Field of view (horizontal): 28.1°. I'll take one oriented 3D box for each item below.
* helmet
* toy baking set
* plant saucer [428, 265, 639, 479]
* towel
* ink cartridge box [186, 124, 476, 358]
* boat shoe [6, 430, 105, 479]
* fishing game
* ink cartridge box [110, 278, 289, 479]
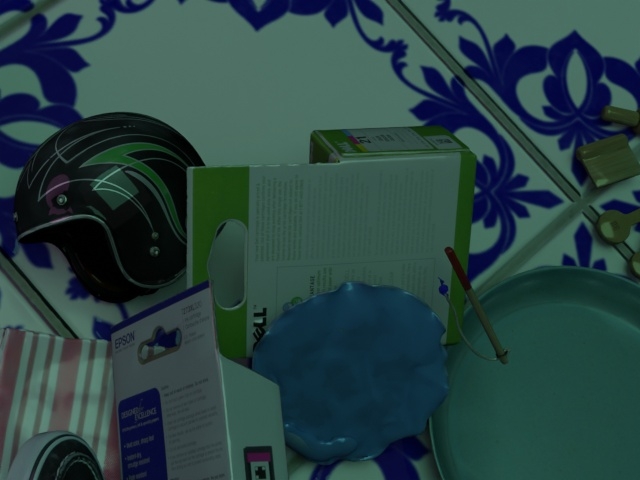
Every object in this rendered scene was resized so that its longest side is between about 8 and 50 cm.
[{"bbox_3d":[-0.181,-0.034,1.132,0.161,0.169,0.169,47,65,-11],"label":"helmet"},{"bbox_3d":[0.388,-0.043,1.353,0.256,0.030,0.197,7,71,-11],"label":"toy baking set"},{"bbox_3d":[0.249,0.180,1.224,0.317,0.044,0.318,4,70,-12],"label":"plant saucer"},{"bbox_3d":[-0.195,0.155,1.129,0.197,0.029,0.144,8,69,-11],"label":"towel"},{"bbox_3d":[0.000,0.000,1.149,0.255,0.097,0.189,-3,111,-14],"label":"ink cartridge box"},{"bbox_3d":[-0.178,0.292,0.994,0.108,0.102,0.301,17,60,-48],"label":"boat shoe"},{"bbox_3d":[0.028,0.115,1.129,0.264,0.041,0.189,-29,119,4],"label":"fishing game"},{"bbox_3d":[-0.094,0.231,1.021,0.069,0.175,0.371,2,73,-37],"label":"ink cartridge box"}]
